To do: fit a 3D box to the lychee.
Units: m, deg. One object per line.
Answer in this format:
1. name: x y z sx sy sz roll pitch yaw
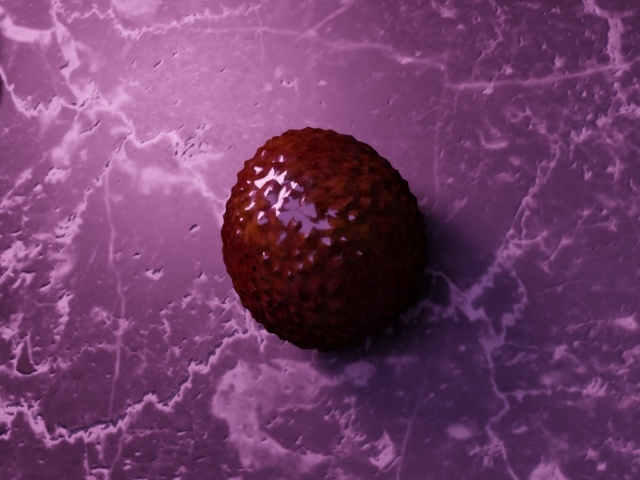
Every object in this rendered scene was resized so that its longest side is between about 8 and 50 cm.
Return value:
1. lychee: 0.000 0.000 1.293 0.260 0.260 0.261 -4 76 17
